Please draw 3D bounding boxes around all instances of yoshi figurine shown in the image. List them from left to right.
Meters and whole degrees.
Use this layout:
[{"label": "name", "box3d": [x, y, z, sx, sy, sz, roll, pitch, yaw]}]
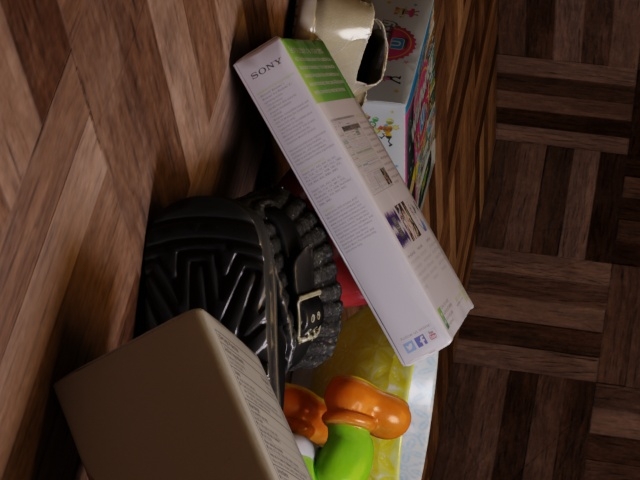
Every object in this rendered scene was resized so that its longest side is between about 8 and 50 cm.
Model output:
[{"label": "yoshi figurine", "box3d": [-0.001, 0.340, 1.855, 0.203, 0.203, 0.362, 92, 13, -63]}]

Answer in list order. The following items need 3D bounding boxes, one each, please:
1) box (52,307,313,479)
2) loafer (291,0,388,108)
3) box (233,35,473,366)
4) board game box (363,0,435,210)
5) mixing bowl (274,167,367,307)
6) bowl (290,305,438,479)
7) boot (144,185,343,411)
[{"label": "box", "box3d": [-0.056, 0.218, 1.183, 0.311, 0.121, 0.148, 65, 6, 24]}, {"label": "loafer", "box3d": [0.029, -0.194, 1.890, 0.268, 0.092, 0.102, 57, 42, -75]}, {"label": "box", "box3d": [0.038, -0.046, 1.667, 0.322, 0.058, 0.232, 62, 12, 0]}, {"label": "board game box", "box3d": [0.086, -0.139, 2.243, 0.303, 0.097, 0.224, 85, 16, -46]}, {"label": "mixing bowl", "box3d": [0.000, 0.000, 1.771, 0.181, 0.098, 0.181, 51, 20, -28]}, {"label": "bowl", "box3d": [0.046, 0.198, 2.089, 0.289, 0.156, 0.289, 8, 90, -80]}, {"label": "boot", "box3d": [-0.067, 0.123, 1.483, 0.260, 0.131, 0.348, 3, 94, -80]}]
